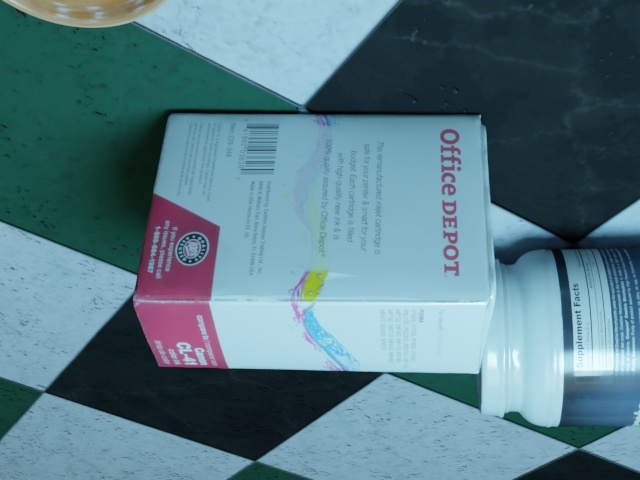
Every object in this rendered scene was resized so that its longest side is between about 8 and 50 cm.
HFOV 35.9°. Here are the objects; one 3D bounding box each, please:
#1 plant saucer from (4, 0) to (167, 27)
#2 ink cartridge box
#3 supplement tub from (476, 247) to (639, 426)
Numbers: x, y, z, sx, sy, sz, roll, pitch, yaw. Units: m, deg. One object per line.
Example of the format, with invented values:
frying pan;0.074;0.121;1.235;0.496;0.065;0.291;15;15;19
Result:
plant saucer;-0.197;-0.254;0.772;0.200;0.037;0.200;3;142;3
ink cartridge box;0.000;0.000;0.926;0.306;0.226;0.131;2;143;4
supplement tub;0.305;0.103;1.054;0.272;0.191;0.191;-1;142;7
